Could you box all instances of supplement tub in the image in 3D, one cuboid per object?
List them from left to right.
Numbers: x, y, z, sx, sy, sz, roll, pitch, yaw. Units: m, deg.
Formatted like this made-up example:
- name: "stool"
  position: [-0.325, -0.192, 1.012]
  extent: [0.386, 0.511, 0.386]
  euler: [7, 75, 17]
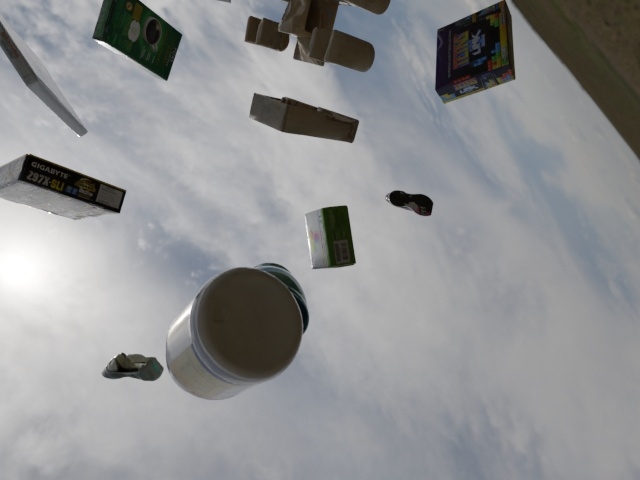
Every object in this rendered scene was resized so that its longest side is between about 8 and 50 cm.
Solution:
- name: "supplement tub"
  position: [-0.199, 0.212, 0.989]
  extent: [0.228, 0.316, 0.229]
  euler: [14, -120, -25]

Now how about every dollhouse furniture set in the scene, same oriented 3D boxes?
- name: "dollhouse furniture set"
  position: [-0.002, -0.482, 1.217]
  extent: [0.256, 0.395, 0.362]
  euler: [-3, -155, -43]

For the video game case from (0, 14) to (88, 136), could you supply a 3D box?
- name: "video game case"
  position: [-0.554, -0.329, 0.894]
  extent: [0.206, 0.026, 0.227]
  euler: [55, 170, 4]

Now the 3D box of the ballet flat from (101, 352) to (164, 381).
- name: "ballet flat"
  position: [-0.497, 0.320, 1.203]
  extent: [0.072, 0.213, 0.068]
  euler: [-56, -46, -50]

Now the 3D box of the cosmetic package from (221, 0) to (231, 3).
- name: "cosmetic package"
  position: [-0.239, -0.411, 0.643]
  extent: [0.238, 0.099, 0.061]
  euler: [2, -135, -18]

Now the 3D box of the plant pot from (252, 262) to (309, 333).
- name: "plant pot"
  position: [-0.181, 0.201, 1.602]
  extent: [0.293, 0.293, 0.196]
  euler: [36, -153, -21]

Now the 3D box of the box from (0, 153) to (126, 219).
- name: "box"
  position: [-0.745, -0.137, 1.298]
  extent: [0.257, 0.321, 0.080]
  euler: [21, -107, -46]

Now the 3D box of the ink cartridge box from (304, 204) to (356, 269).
- name: "ink cartridge box"
  position: [0.000, 0.000, 1.528]
  extent: [0.096, 0.255, 0.189]
  euler: [-7, -92, -29]

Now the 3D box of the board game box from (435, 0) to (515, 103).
- name: "board game box"
  position: [0.299, -0.367, 0.903]
  extent: [0.048, 0.141, 0.171]
  euler: [37, -128, -45]

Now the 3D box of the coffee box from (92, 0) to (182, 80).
- name: "coffee box"
  position: [-0.370, -0.418, 0.951]
  extent: [0.040, 0.113, 0.184]
  euler: [19, -177, 21]

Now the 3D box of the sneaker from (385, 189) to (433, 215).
- name: "sneaker"
  position: [0.302, -0.135, 1.588]
  extent: [0.178, 0.072, 0.077]
  euler: [20, -178, -18]
